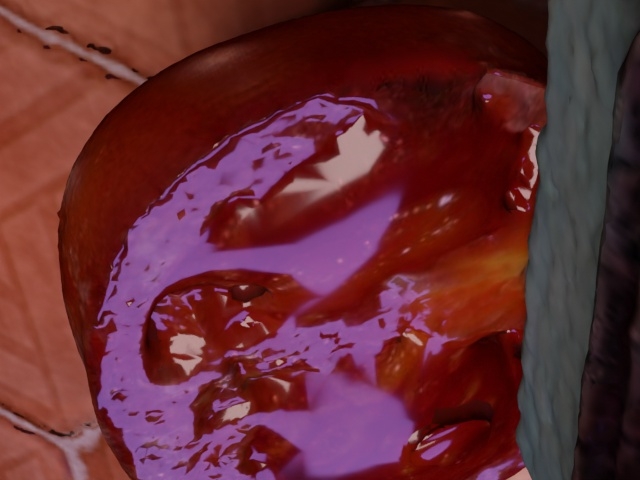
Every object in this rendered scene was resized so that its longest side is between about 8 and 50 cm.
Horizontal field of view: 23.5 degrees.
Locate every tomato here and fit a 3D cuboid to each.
[{"bbox_3d":[0.000,0.000,0.588,0.200,0.139,0.233,-19,131,-7],"label":"tomato"}]

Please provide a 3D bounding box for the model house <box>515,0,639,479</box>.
[{"bbox_3d":[0.195,0.040,0.431,0.230,0.248,0.280,-10,130,-8],"label":"model house"}]
